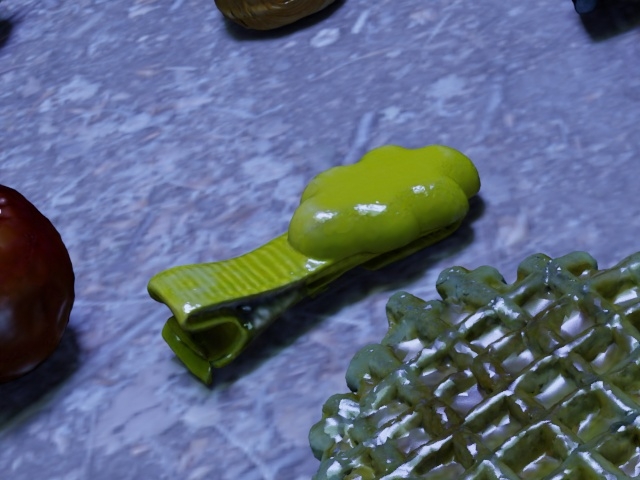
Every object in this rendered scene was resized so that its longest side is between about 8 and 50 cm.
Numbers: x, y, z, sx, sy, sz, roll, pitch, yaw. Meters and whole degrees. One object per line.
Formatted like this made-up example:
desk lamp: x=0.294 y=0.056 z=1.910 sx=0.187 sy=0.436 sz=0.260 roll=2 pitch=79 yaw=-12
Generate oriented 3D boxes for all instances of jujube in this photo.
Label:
jujube: x=-0.198 y=0.012 z=0.981 sx=0.176 sy=0.109 sz=0.112 roll=18 pitch=83 yaw=41

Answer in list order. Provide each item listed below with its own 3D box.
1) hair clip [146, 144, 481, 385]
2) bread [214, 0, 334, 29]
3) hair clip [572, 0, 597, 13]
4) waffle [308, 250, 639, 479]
hair clip: x=0.000 y=0.000 z=0.945 sx=0.173 sy=0.046 sz=0.072 roll=-29 pitch=37 yaw=-16
bread: x=-0.029 y=-0.169 z=1.209 sx=0.083 sy=0.044 sz=0.111 roll=-18 pitch=35 yaw=7
hair clip: x=0.217 y=-0.229 z=1.039 sx=0.206 sy=0.194 sz=0.310 roll=-11 pitch=32 yaw=3
waffle: x=0.077 y=0.067 z=0.813 sx=0.169 sy=0.036 sz=0.183 roll=-8 pitch=34 yaw=22
